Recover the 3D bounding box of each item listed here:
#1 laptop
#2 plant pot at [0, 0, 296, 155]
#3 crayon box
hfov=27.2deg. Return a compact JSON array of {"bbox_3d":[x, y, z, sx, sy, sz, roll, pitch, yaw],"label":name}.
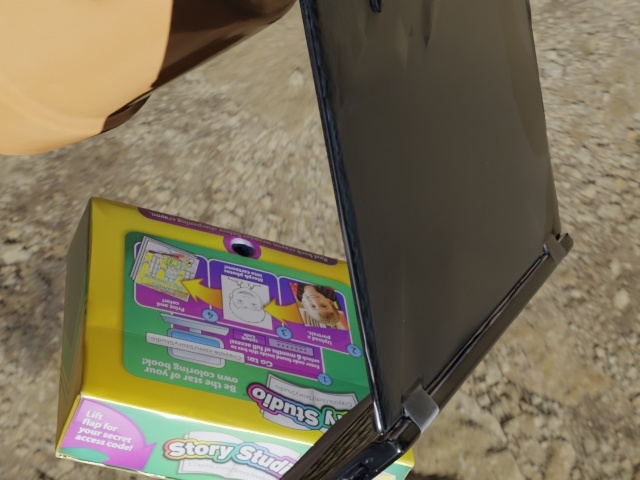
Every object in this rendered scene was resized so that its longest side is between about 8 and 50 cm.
[{"bbox_3d":[0.000,0.000,0.817,0.236,0.382,0.408,49,117,4],"label":"laptop"},{"bbox_3d":[-0.139,-0.215,0.847,0.203,0.291,0.291,-10,99,27],"label":"plant pot"},{"bbox_3d":[-0.098,0.126,1.456,0.362,0.313,0.106,15,127,-19],"label":"crayon box"}]
